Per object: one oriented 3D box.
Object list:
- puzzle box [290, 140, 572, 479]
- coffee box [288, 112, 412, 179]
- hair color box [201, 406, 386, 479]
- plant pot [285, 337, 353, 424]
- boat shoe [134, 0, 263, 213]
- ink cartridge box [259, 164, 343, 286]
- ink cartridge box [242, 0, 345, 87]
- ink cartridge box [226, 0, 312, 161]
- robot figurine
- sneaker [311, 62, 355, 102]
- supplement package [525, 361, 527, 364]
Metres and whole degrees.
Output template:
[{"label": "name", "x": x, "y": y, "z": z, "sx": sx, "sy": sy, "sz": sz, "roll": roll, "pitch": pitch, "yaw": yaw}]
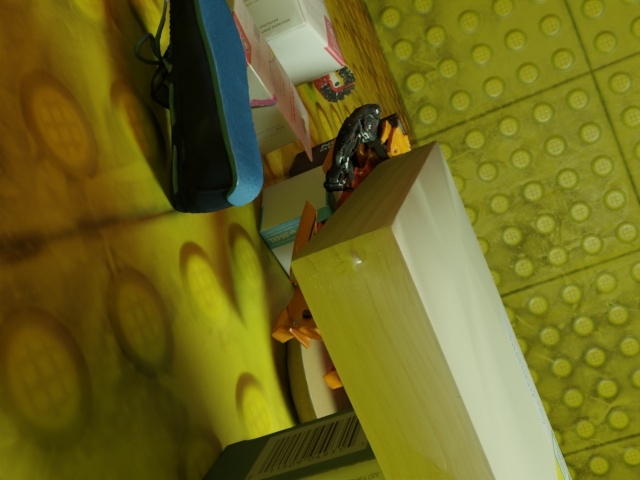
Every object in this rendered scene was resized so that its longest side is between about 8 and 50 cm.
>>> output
[{"label": "puzzle box", "x": 0.114, "y": 0.151, "z": 0.481, "sx": 0.408, "sy": 0.052, "sz": 0.272, "roll": 67, "pitch": 16, "yaw": -8}, {"label": "coffee box", "x": 0.093, "y": -0.011, "z": 1.139, "sx": 0.119, "sy": 0.168, "sz": 0.297, "roll": -78, "pitch": 145, "yaw": -65}, {"label": "hair color box", "x": 0.067, "y": 0.312, "z": 0.563, "sx": 0.113, "sy": 0.185, "sz": 0.374, "roll": -42, "pitch": 111, "yaw": -74}, {"label": "plant pot", "x": 0.016, "y": 0.178, "z": 0.872, "sx": 0.236, "sy": 0.032, "sz": 0.236, "roll": -21, "pitch": 90, "yaw": -76}, {"label": "boat shoe", "x": -0.122, "y": -0.148, "z": 0.714, "sx": 0.109, "sy": 0.089, "sz": 0.258, "roll": 43, "pitch": 33, "yaw": -56}, {"label": "ink cartridge box", "x": 0.000, "y": 0.000, "z": 0.939, "sx": 0.092, "sy": 0.090, "sz": 0.143, "roll": -90, "pitch": 155, "yaw": -53}, {"label": "ink cartridge box", "x": -0.080, "y": -0.381, "z": 1.114, "sx": 0.207, "sy": 0.117, "sz": 0.282, "roll": 10, "pitch": 61, "yaw": -73}, {"label": "ink cartridge box", "x": -0.082, "y": -0.183, "z": 0.943, "sx": 0.198, "sy": 0.067, "sz": 0.115, "roll": 55, "pitch": 21, "yaw": -40}, {"label": "robot figurine", "x": 0.045, "y": -0.001, "z": 0.820, "sx": 0.211, "sy": 0.085, "sz": 0.291, "roll": 50, "pitch": 44, "yaw": -42}, {"label": "sneaker", "x": -0.024, "y": -0.336, "z": 1.370, "sx": 0.092, "sy": 0.088, "sz": 0.225, "roll": 55, "pitch": 2, "yaw": 40}, {"label": "supplement package", "x": 0.174, "y": 0.295, "z": 0.899, "sx": 0.175, "sy": 0.178, "sz": 0.292, "roll": 30, "pitch": 51, "yaw": -73}]
